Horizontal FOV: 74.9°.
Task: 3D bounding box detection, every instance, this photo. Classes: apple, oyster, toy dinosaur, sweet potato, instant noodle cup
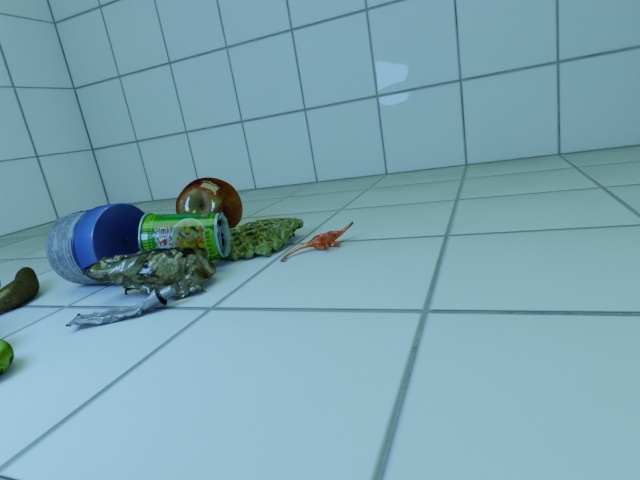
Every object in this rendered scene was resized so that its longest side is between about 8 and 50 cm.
[{"bbox_3d":[-0.466,-0.141,1.772,0.272,0.251,0.206,-20,-6,16],"label":"apple"},{"bbox_3d":[-0.466,0.086,1.161,0.338,0.132,0.198,-4,8,2],"label":"oyster"},{"bbox_3d":[0.002,0.006,1.312,0.280,0.055,0.102,-22,10,-34],"label":"toy dinosaur"},{"bbox_3d":[-0.938,0.163,1.275,0.109,0.079,0.346,-16,22,2],"label":"sweet potato"},{"bbox_3d":[-0.411,0.001,1.306,0.233,0.206,0.207,-6,15,2],"label":"instant noodle cup"}]

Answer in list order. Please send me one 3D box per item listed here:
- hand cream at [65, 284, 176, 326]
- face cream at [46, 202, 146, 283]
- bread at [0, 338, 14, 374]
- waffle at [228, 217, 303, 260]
[{"bbox_3d":[-0.482,0.165,1.031,0.257,0.050,0.084,-18,14,-7],"label":"hand cream"},{"bbox_3d":[-0.694,0.013,1.334,0.225,0.248,0.249,-4,16,23],"label":"face cream"},{"bbox_3d":[-0.686,0.241,0.821,0.139,0.071,0.130,-7,20,-32],"label":"bread"},{"bbox_3d":[-0.230,-0.015,1.475,0.298,0.073,0.317,-3,20,29],"label":"waffle"}]
